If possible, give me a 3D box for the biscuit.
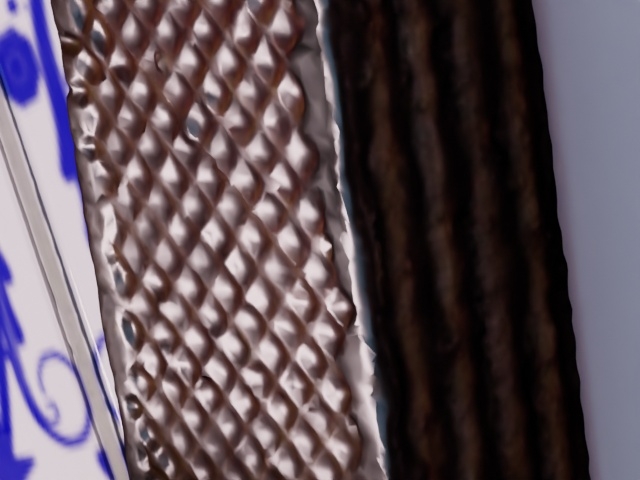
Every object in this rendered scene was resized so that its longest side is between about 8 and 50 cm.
[{"bbox_3d":[0.000,0.000,0.470,0.106,0.070,0.252,6,109,48],"label":"biscuit"}]
